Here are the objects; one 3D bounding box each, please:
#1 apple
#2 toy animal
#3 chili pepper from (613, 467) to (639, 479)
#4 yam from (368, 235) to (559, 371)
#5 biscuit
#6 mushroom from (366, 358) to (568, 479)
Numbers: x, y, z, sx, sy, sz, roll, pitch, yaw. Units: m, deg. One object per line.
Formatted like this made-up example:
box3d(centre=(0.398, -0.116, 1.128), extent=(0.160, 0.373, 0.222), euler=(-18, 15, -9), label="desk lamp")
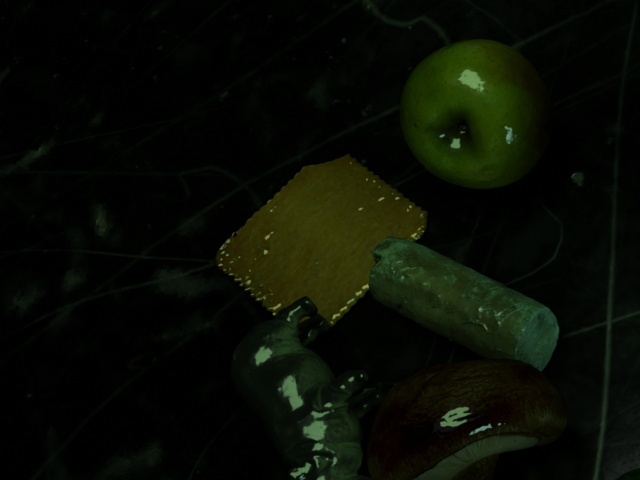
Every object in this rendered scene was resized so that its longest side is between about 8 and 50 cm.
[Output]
box3d(centre=(0.198, -0.161, 2.002), extent=(0.196, 0.196, 0.157), euler=(2, 23, 28), label="apple")
box3d(centre=(-0.001, 0.225, 1.889), extent=(0.168, 0.106, 0.343), euler=(-25, 54, 7), label="toy animal")
box3d(centre=(0.360, 0.273, 1.709), extent=(0.182, 0.050, 0.073), euler=(-9, 62, 24), label="chili pepper")
box3d(centre=(0.164, 0.076, 1.916), extent=(0.259, 0.093, 0.093), euler=(27, 73, 37), label="yam")
box3d(centre=(0.000, 0.000, 2.099), extent=(0.237, 0.013, 0.232), euler=(-44, 50, -7), label="biscuit")
box3d(centre=(0.156, 0.197, 1.769), extent=(0.231, 0.194, 0.138), euler=(-19, 56, -3), label="mushroom")
